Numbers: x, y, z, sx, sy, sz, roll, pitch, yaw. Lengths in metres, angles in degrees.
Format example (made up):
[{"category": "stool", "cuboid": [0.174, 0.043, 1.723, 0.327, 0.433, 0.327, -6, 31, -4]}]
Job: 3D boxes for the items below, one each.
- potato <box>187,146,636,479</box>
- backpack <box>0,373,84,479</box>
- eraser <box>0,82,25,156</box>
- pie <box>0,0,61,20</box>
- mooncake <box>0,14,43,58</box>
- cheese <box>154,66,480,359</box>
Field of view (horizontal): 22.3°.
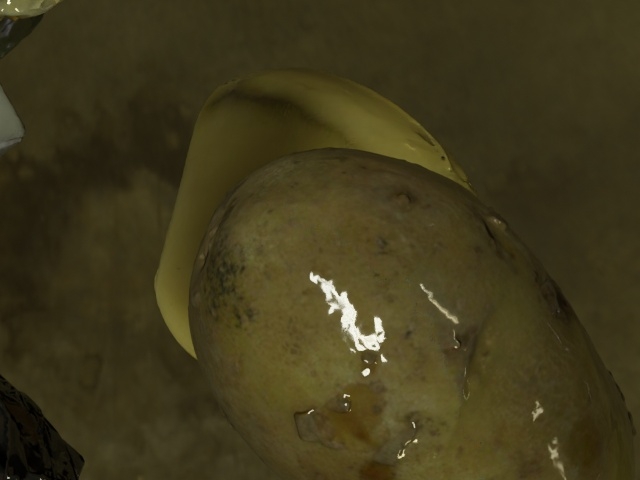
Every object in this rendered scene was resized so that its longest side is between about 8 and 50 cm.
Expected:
[{"category": "potato", "cuboid": [0.046, 0.068, 0.721, 0.165, 0.165, 0.262, -34, 130, 8]}, {"category": "backpack", "cuboid": [-0.163, 0.176, 0.688, 0.133, 0.258, 0.206, 19, 119, -43]}, {"category": "eraser", "cuboid": [-0.234, -0.040, 0.799, 0.212, 0.046, 0.092, -32, 86, 41]}, {"category": "pie", "cuboid": [-0.135, -0.231, 0.670, 0.308, 0.085, 0.308, -10, 109, -30]}, {"category": "mooncake", "cuboid": [-0.295, -0.215, 1.255, 0.168, 0.175, 0.104, 5, 153, 4]}, {"category": "cheese", "cuboid": [0.000, 0.000, 1.278, 0.128, 0.316, 0.260, 8, 98, -46]}]
